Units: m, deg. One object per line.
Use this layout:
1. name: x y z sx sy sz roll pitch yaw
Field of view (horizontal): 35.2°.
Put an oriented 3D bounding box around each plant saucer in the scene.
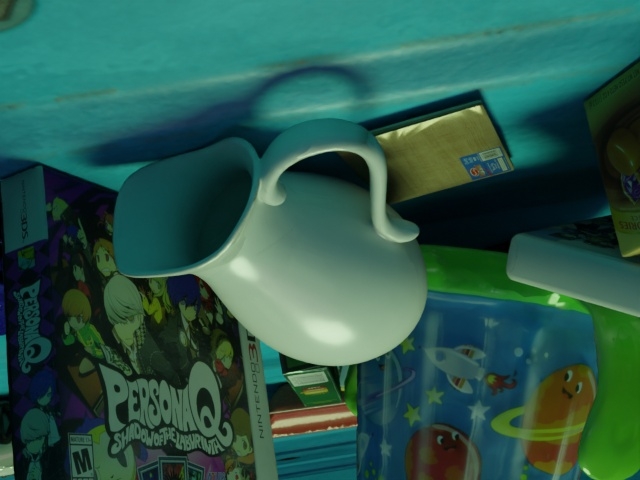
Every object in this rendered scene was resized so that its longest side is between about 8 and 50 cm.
1. plant saucer: 0.038 0.243 1.518 0.259 0.047 0.258 -6 162 -6

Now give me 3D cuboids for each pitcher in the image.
1. pitcher: 0.000 0.000 0.651 0.178 0.125 0.207 -23 146 32

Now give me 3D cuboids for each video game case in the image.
1. video game case: -0.114 0.079 0.680 0.042 0.210 0.232 -18 159 25
2. video game case: 0.339 0.035 0.677 0.329 0.036 0.300 18 -164 36

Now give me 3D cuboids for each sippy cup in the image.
1. sippy cup: 0.126 0.131 0.830 0.240 0.224 0.305 8 174 8

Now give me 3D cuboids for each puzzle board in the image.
1. puzzle board: 0.072 -0.058 0.676 0.096 0.011 0.128 -15 162 16

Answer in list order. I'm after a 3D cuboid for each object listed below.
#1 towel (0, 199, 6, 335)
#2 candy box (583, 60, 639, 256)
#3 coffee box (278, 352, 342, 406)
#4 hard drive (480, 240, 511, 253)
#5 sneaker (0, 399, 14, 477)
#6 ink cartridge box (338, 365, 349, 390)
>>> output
1. towel: -0.308 0.053 0.724 0.308 0.076 0.228 -17 159 24
2. candy box: 0.233 -0.070 0.557 0.053 0.109 0.187 0 161 -24
3. coffee box: -0.013 0.080 0.890 0.040 0.113 0.184 -11 163 2
4. hard drive: 0.214 0.021 0.964 0.094 0.022 0.135 -18 160 26
5. sneaker: -0.331 0.221 1.230 0.271 0.100 0.108 4 134 -27
6. ink cartridge box: 0.208 0.184 1.173 0.307 0.072 0.303 13 174 20
